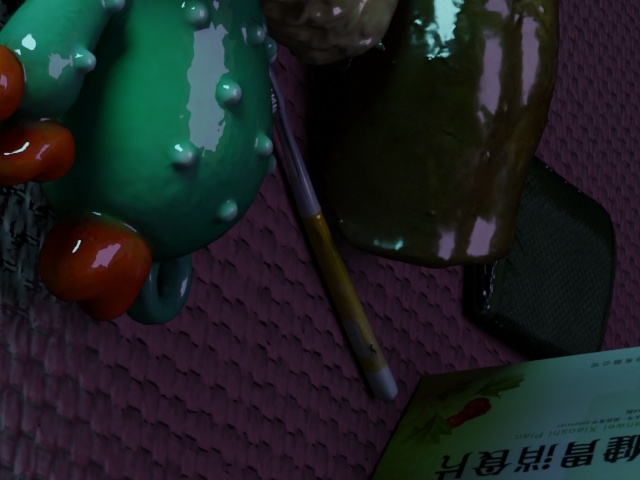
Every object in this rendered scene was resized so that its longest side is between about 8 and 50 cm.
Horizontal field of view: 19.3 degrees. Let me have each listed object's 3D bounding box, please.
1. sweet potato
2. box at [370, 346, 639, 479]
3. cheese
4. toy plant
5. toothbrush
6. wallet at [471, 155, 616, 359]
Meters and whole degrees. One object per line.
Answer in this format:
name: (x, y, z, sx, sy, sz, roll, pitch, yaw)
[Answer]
sweet potato: (0.094, -0.160, 1.312, 0.158, 0.158, 0.369, 20, 78, -63)
box: (0.172, 0.149, 1.308, 0.062, 0.260, 0.175, 69, 28, -23)
cheese: (-0.022, -0.195, 1.176, 0.167, 0.094, 0.123, 42, 57, -49)
toy plant: (-0.079, -0.154, 0.954, 0.279, 0.185, 0.400, -134, -136, -84)
toothbrush: (0.000, 0.000, 1.259, 0.024, 0.021, 0.288, -53, 132, -41)
wallet: (0.188, 0.019, 1.620, 0.236, 0.055, 0.160, 28, 62, -54)
